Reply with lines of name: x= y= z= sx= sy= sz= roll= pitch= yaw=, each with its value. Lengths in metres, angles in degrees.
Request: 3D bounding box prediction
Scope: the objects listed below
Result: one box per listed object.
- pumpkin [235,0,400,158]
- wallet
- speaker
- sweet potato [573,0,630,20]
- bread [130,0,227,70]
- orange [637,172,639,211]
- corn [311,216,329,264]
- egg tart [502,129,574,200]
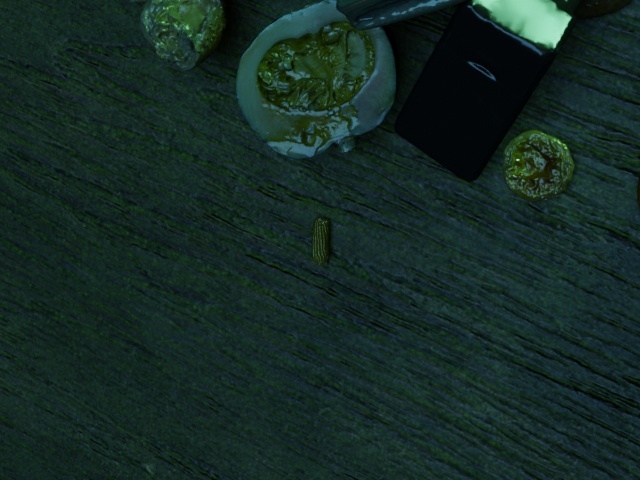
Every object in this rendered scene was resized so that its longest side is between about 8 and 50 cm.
pumpkin: x=0.007 y=-0.299 z=1.844 sx=0.293 sy=0.197 sz=0.263 roll=-18 pitch=104 yaw=16
wallet: x=0.153 y=-0.491 z=1.695 sx=0.252 sy=0.360 sz=0.083 roll=-13 pitch=131 yaw=23
speaker: x=0.292 y=-0.299 z=1.717 sx=0.180 sy=0.184 sz=0.388 roll=36 pitch=142 yaw=6
sweet potato: x=0.352 y=-0.425 z=1.739 sx=0.341 sy=0.092 sz=0.114 roll=22 pitch=89 yaw=17
bread: x=-0.269 y=-0.462 z=1.924 sx=0.171 sy=0.192 sz=0.314 roll=-38 pitch=74 yaw=18
orange: x=0.623 y=-0.083 z=1.642 sx=0.224 sy=0.170 sz=0.224 roll=4 pitch=100 yaw=23
corn: x=0.000 y=0.000 z=1.974 sx=0.037 sy=0.037 sz=0.092 roll=7 pitch=102 yaw=21
egg tart: x=0.385 y=-0.133 z=1.792 sx=0.130 sy=0.052 sz=0.130 roll=4 pitch=100 yaw=23
